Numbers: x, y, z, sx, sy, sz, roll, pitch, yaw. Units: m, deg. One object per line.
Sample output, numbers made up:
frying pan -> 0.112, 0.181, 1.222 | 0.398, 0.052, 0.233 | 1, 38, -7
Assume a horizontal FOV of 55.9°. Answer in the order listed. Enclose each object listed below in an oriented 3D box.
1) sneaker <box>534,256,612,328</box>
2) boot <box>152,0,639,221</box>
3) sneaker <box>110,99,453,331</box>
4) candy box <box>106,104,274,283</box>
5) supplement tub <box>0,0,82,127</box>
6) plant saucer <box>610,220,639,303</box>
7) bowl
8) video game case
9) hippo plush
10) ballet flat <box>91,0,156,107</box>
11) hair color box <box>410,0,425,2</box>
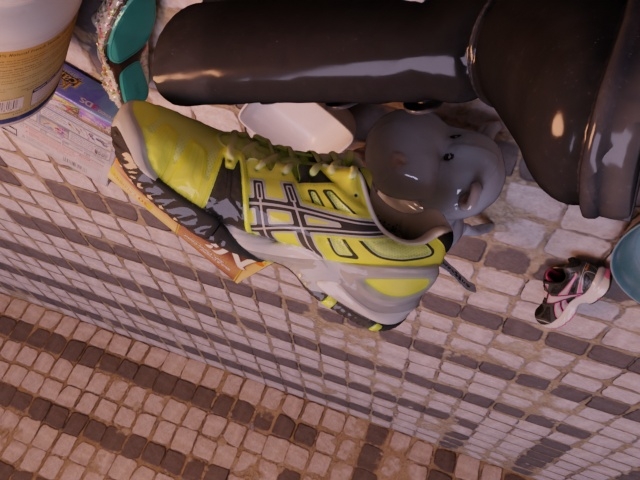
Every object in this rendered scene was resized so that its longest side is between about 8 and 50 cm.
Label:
sneaker -> 0.390, 0.076, 0.974 | 0.077, 0.072, 0.178 | 32, 145, 7
boot -> 0.039, -0.156, 0.518 | 0.445, 0.367, 0.146 | 11, 120, 21
sneaker -> -0.031, -0.052, 0.649 | 0.385, 0.145, 0.147 | 29, 115, -19
candy box -> -0.211, -0.069, 1.069 | 0.316, 0.087, 0.183 | 41, 149, -13
supplement tub -> -0.412, -0.294, 0.719 | 0.228, 0.228, 0.316 | 33, 151, -18
plant saucer -> 0.553, 0.031, 0.782 | 0.318, 0.043, 0.317 | 18, 153, 10
bowl -> -0.028, -0.173, 0.838 | 0.142, 0.053, 0.142 | 35, 149, -21
video game case -> -0.471, -0.228, 1.057 | 0.270, 0.061, 0.244 | 30, 153, -14
hippo plush -> 0.126, -0.033, 0.777 | 0.294, 0.234, 0.236 | 26, 153, -5
ballet flat -> -0.278, -0.271, 0.825 | 0.077, 0.091, 0.241 | 45, 149, 6
hair color box -> 0.014, -0.338, 0.345 | 0.174, 0.105, 0.347 | 15, 132, 13
